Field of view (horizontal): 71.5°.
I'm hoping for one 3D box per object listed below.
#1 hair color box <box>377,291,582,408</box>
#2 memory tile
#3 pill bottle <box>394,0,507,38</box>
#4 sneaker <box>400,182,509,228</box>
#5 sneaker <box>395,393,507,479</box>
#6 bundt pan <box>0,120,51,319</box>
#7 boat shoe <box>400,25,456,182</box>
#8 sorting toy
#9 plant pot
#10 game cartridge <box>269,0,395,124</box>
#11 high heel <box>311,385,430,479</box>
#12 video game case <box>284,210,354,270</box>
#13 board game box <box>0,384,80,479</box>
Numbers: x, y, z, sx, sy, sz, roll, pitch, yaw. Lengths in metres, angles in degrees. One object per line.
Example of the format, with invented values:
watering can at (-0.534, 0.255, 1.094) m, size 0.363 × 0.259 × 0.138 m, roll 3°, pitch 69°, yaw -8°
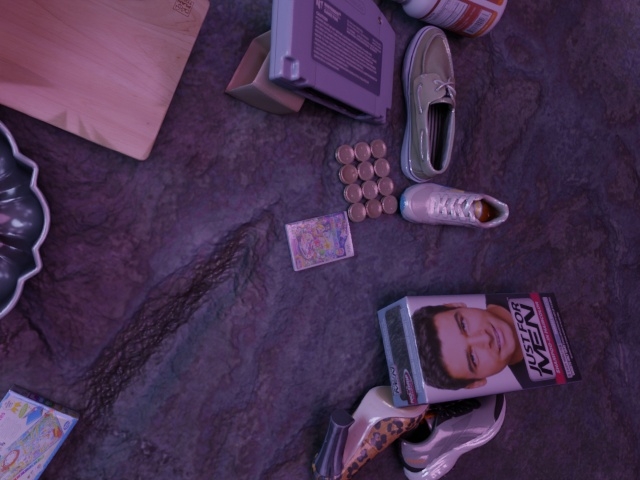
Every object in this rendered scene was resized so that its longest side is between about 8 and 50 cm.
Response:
hair color box at (0.313, 0.207, 0.873) m, size 0.375 × 0.113 × 0.185 m, roll 1°, pitch 67°, yaw -23°
memory tile at (0.089, -0.114, 0.846) m, size 0.113 × 0.012 × 0.148 m, roll -16°, pitch 99°, yaw -25°
pill bottle at (0.231, -0.469, 0.833) m, size 0.216 × 0.121 × 0.121 m, roll 7°, pitch 90°, yaw -23°
sneaker at (0.265, -0.070, 0.883) m, size 0.229 × 0.092 × 0.087 m, roll 2°, pitch 93°, yaw -22°
sneaker at (0.270, 0.373, 0.906) m, size 0.272 × 0.100 × 0.108 m, roll -30°, pitch 98°, yaw -19°
bundt pan at (-0.508, -0.026, 0.539) m, size 0.331 × 0.124 × 0.330 m, roll -1°, pitch 92°, yaw -23°
boat shoe at (0.221, -0.263, 0.853) m, size 0.109 × 0.094 × 0.302 m, roll 1°, pitch 92°, yaw -23°
sorting toy at (-0.328, -0.274, 0.622) m, size 0.257 × 0.089 × 0.255 m, roll 22°, pitch 84°, yaw -23°
plant pot at (-0.073, -0.266, 0.728) m, size 0.096 × 0.109 × 0.109 m, roll 31°, pitch 81°, yaw -35°
game cartridge at (0.031, -0.319, 0.726) m, size 0.297 × 0.062 × 0.198 m, roll 2°, pitch 88°, yaw -53°
high heel at (0.101, 0.384, 0.860) m, size 0.261 × 0.093 × 0.186 m, roll -1°, pitch 115°, yaw -35°
video game case at (0.000, 0.000, 0.817) m, size 0.122 × 0.011 × 0.087 m, roll -14°, pitch 98°, yaw -22°
board game box at (-0.441, 0.300, 0.636) m, size 0.103 × 0.026 × 0.154 m, roll 36°, pitch 79°, yaw -21°
